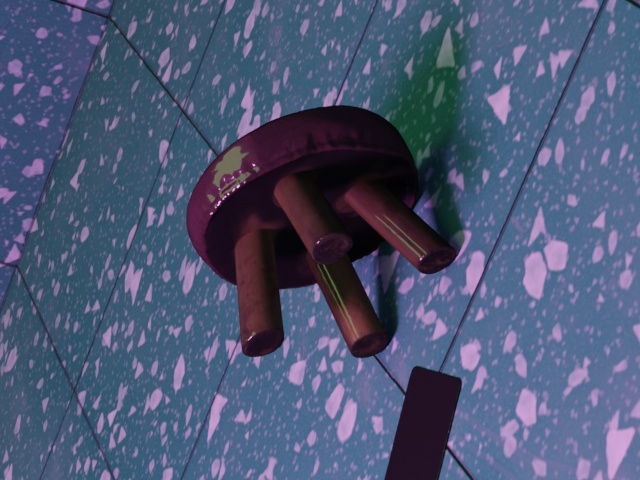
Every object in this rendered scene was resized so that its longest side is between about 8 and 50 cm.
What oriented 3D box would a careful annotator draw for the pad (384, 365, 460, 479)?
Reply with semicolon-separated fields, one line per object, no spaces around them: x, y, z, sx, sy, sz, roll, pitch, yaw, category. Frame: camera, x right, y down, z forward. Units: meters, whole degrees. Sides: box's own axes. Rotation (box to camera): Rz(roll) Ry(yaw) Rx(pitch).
0.107;0.218;2.031;0.112;0.003;0.157;10;85;65;pad

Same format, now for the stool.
0.000;0.000;2.094;0.272;0.272;0.178;-54;47;36;stool
